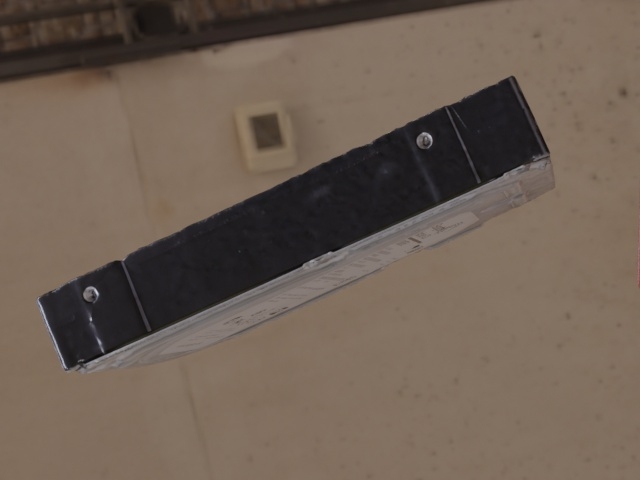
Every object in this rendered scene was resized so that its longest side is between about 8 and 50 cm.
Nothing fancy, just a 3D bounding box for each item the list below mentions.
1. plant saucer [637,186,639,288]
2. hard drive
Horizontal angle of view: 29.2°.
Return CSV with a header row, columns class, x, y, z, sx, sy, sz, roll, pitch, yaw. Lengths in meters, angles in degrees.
class,x,y,z,sx,sy,sz,roll,pitch,yaw
plant saucer,0.275,-0.100,0.868,0.258,0.048,0.259,-57,-31,-38
hard drive,0.000,0.000,0.868,0.064,0.339,0.237,66,-171,7
